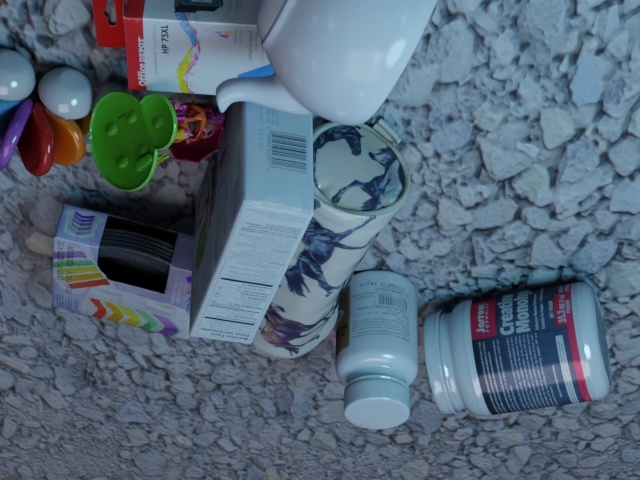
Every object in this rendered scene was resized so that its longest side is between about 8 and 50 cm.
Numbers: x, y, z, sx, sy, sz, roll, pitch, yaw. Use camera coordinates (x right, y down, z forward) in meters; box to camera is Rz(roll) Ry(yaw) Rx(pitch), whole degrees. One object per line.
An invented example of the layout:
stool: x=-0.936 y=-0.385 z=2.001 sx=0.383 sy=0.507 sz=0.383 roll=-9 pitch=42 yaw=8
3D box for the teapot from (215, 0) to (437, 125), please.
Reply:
teapot: x=0.015 y=-0.268 z=1.497 sx=0.187 sy=0.256 sz=0.252 roll=27 pitch=153 yaw=-9

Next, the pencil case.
pencil case: x=0.000 y=0.000 z=1.929 sx=0.160 sy=0.183 sz=0.410 roll=31 pitch=142 yaw=3

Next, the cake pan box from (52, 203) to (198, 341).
cake pan box: x=-0.283 y=0.051 z=2.038 sx=0.246 sy=0.070 sz=0.267 roll=13 pitch=151 yaw=-7

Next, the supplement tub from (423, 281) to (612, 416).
supplement tub: x=0.317 y=0.178 z=2.143 sx=0.272 sy=0.191 sz=0.191 roll=-10 pitch=143 yaw=15

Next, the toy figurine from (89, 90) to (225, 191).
toy figurine: x=-0.187 y=-0.147 z=1.744 sx=0.159 sy=0.130 sz=0.173 roll=-15 pitch=173 yaw=-47

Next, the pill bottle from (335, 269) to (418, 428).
pill bottle: x=0.089 y=0.173 z=2.110 sx=0.131 sy=0.229 sz=0.131 roll=1 pitch=145 yaw=1

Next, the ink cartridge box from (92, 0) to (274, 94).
ink cartridge box: x=-0.168 y=-0.251 z=1.644 sx=0.231 sy=0.078 sz=0.134 roll=3 pitch=145 yaw=-2

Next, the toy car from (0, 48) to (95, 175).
toy car: x=-0.388 y=-0.150 z=1.743 sx=0.182 sy=0.136 sz=0.159 roll=16 pitch=143 yaw=-20

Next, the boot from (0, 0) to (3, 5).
boot: x=-0.387 y=-0.276 z=1.548 sx=0.073 sy=0.152 sz=0.197 roll=25 pitch=138 yaw=-30

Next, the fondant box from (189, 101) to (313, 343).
fondant box: x=-0.097 y=-0.046 z=1.796 sx=0.096 sy=0.238 sz=0.330 roll=9 pitch=144 yaw=-14
